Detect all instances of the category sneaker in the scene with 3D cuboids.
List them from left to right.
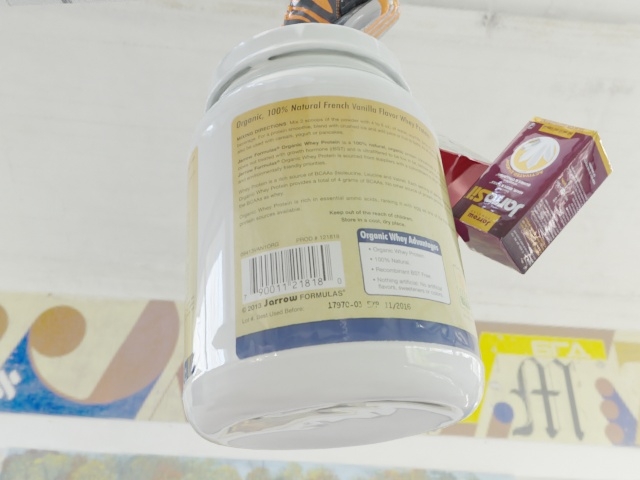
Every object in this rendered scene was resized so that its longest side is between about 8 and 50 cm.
[{"bbox_3d":[-0.031,-0.340,0.967,0.321,0.180,0.124,-31,-5,35],"label":"sneaker"}]

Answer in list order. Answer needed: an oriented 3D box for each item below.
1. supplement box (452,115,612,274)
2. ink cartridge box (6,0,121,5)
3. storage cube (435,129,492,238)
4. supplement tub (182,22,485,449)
[{"bbox_3d":[0.272,-0.062,0.804,0.081,0.188,0.104,47,-8,-37],"label":"supplement box"},{"bbox_3d":[-0.336,-0.415,0.867,0.218,0.158,0.092,3,-37,8],"label":"ink cartridge box"},{"bbox_3d":[0.108,-0.079,0.922,0.184,0.215,0.193,6,-65,-42],"label":"storage cube"},{"bbox_3d":[0.000,0.000,0.525,0.228,0.316,0.228,-4,-27,-2],"label":"supplement tub"}]
